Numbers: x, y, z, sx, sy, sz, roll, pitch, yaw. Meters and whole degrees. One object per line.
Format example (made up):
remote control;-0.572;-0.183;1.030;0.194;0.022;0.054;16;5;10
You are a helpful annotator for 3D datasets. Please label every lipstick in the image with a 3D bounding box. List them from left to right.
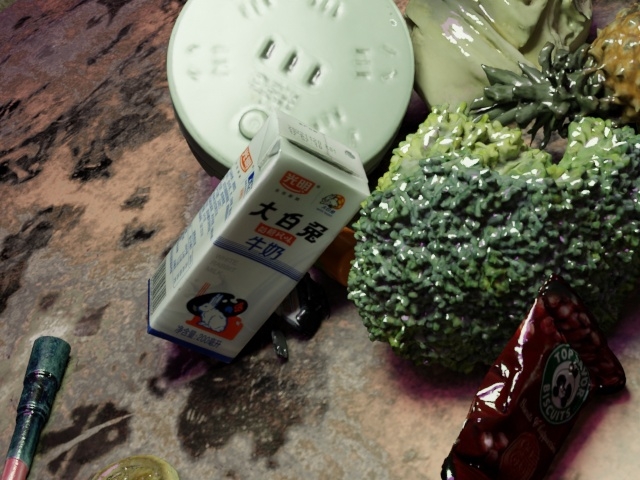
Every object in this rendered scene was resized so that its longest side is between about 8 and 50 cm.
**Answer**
lipstick;-0.393;0.240;1.178;0.053;0.053;0.234;-15;46;19

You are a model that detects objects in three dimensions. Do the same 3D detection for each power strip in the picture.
power strip;-0.036;-0.231;1.214;0.358;0.161;0.357;1;79;-3

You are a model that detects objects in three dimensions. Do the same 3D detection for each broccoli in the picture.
broccoli;0.191;-0.035;0.933;0.375;0.249;0.302;-25;41;16

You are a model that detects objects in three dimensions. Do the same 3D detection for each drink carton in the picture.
drink carton;-0.085;0.000;1.059;0.315;0.131;0.106;-51;31;27

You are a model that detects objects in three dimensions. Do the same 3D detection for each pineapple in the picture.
pineapple;0.324;-0.179;0.985;0.340;0.169;0.169;-19;39;27

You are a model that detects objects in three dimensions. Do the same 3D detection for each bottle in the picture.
bottle;0.000;0.000;1.166;0.069;0.069;0.187;-41;38;-13

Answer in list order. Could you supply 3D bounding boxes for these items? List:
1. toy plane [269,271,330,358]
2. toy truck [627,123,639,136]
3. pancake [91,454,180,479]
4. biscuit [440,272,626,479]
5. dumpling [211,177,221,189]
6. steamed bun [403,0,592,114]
toy plane;-0.041;0.063;1.136;0.078;0.053;0.197;-32;42;12
toy truck;0.445;-0.191;1.077;0.169;0.077;0.100;-40;42;-10
pancake;-0.230;0.314;1.003;0.152;0.025;0.151;-17;39;15
biscuit;0.195;0.162;0.796;0.063;0.151;0.235;14;58;47
dumpling;-0.101;-0.161;1.358;0.162;0.132;0.250;-13;59;11
steamed bun;0.246;-0.321;1.248;0.275;0.206;0.320;-8;47;23
